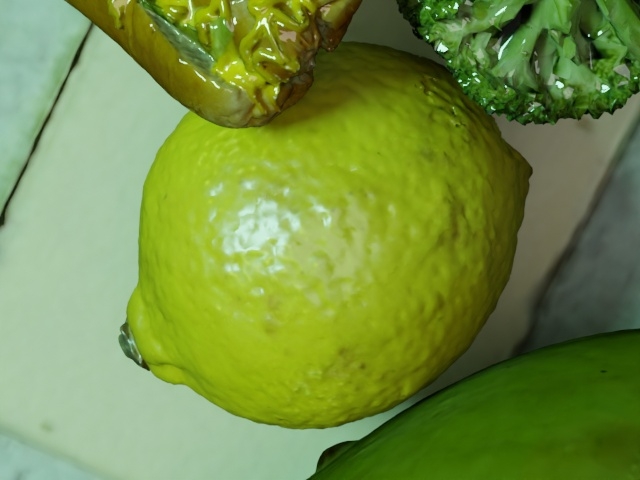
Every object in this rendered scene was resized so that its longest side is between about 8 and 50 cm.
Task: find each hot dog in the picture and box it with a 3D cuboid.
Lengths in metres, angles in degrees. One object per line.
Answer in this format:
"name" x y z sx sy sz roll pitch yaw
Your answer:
"hot dog" -0.049 -0.092 0.495 0.165 0.045 0.071 46 105 32

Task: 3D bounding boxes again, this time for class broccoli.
"broccoli" 0.071 -0.107 0.500 0.145 0.138 0.162 27 81 17

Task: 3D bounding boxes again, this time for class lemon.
"lemon" 0.000 0.000 0.526 0.133 0.109 0.109 -28 101 -4

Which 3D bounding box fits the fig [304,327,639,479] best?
"fig" 0.064 0.113 0.513 0.225 0.203 0.203 14 98 12
